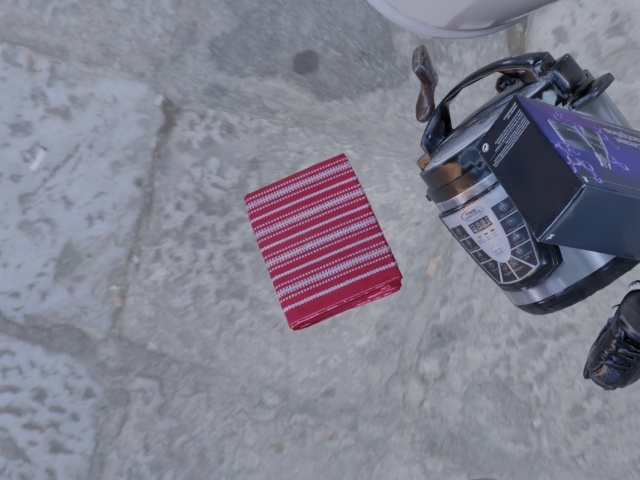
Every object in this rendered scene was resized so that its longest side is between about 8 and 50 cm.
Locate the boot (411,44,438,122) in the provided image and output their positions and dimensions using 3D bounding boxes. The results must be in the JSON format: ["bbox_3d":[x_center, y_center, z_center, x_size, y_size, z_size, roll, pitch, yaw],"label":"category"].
[{"bbox_3d":[0.182,-0.280,1.769,0.037,0.114,0.106,5,73,18],"label":"boot"}]

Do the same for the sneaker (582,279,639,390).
[{"bbox_3d":[0.420,0.146,1.315,0.107,0.283,0.124,33,81,15],"label":"sneaker"}]

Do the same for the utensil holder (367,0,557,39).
[{"bbox_3d":[0.193,-0.398,1.061,0.327,0.385,0.328,-1,97,-7],"label":"utensil holder"}]

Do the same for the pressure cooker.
[{"bbox_3d":[0.384,-0.122,1.778,0.370,0.375,0.420,-37,95,5],"label":"pressure cooker"}]

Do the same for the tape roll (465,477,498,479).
[{"bbox_3d":[0.221,0.536,1.889,0.274,0.275,0.090,-17,84,10],"label":"tape roll"}]

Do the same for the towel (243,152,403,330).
[{"bbox_3d":[0.000,0.000,1.614,0.198,0.031,0.275,-23,59,1],"label":"towel"}]

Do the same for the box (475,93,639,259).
[{"bbox_3d":[0.362,-0.077,1.302,0.103,0.261,0.184,-54,43,34],"label":"box"}]
